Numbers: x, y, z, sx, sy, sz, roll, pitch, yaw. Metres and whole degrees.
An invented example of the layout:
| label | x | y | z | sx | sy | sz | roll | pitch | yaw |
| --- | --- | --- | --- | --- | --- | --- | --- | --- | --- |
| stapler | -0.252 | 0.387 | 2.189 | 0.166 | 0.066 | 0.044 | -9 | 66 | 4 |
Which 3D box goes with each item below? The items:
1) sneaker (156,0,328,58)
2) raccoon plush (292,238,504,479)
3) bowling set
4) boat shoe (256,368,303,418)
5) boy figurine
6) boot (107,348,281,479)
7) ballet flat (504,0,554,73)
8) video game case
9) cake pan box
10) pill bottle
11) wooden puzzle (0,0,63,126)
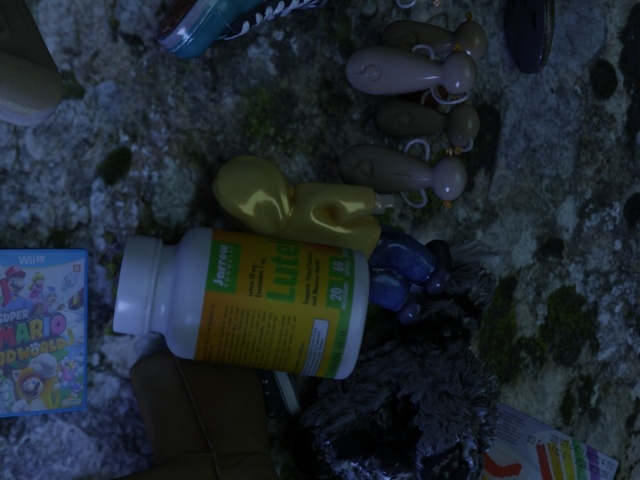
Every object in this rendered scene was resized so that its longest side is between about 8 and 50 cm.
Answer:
| label | x | y | z | sx | sy | sz | roll | pitch | yaw |
| --- | --- | --- | --- | --- | --- | --- | --- | --- | --- |
| sneaker | -0.047 | -0.282 | 1.244 | 0.121 | 0.108 | 0.302 | 49 | 65 | -21 |
| raccoon plush | 0.160 | 0.251 | 1.365 | 0.446 | 0.216 | 0.299 | -45 | 133 | -32 |
| bowling set | 0.135 | -0.190 | 1.308 | 0.200 | 0.154 | 0.287 | -16 | 111 | -57 |
| boat shoe | -0.061 | 0.138 | 1.290 | 0.040 | 0.049 | 0.142 | -19 | 103 | 5 |
| boy figurine | 0.000 | 0.000 | 1.278 | 0.285 | 0.177 | 0.092 | 25 | 34 | -18 |
| boot | -0.156 | 0.201 | 1.114 | 0.236 | 0.269 | 0.089 | 1 | 116 | -17 |
| ballet flat | 0.276 | -0.339 | 1.481 | 0.058 | 0.084 | 0.250 | -3 | 88 | -33 |
| video game case | -0.291 | 0.091 | 1.151 | 0.119 | 0.015 | 0.166 | 0 | 92 | -34 |
| cake pan box | 0.259 | 0.360 | 1.503 | 0.267 | 0.070 | 0.246 | 30 | 78 | -32 |
| pill bottle | -0.082 | 0.060 | 1.179 | 0.245 | 0.136 | 0.136 | 8 | 87 | -7 |
| wooden puzzle | -0.390 | -0.217 | 0.924 | 0.322 | 0.348 | 0.080 | 18 | 116 | -33 |
